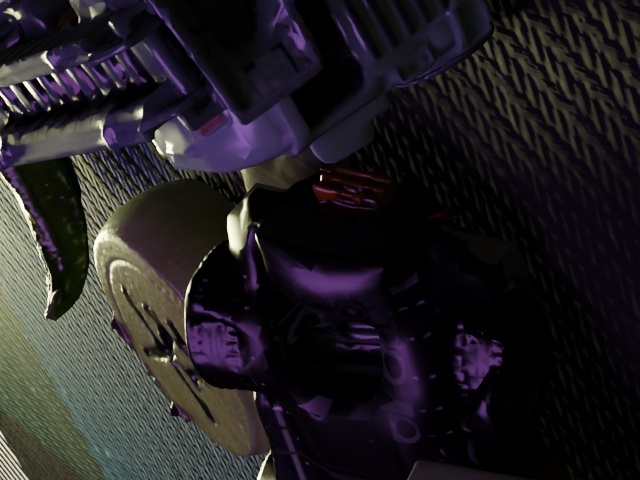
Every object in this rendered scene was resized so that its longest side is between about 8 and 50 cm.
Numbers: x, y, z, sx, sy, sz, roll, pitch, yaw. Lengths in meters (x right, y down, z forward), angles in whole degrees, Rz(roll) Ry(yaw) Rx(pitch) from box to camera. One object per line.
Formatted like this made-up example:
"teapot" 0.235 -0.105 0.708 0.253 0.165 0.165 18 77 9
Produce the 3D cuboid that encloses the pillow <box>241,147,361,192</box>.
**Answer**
"pillow" 0.000 0.000 1.104 0.113 0.038 0.203 33 151 38

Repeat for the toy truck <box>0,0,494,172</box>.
"toy truck" -0.064 -0.097 0.871 0.133 0.184 0.338 59 160 -18

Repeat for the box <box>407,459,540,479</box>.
"box" 0.158 0.259 0.987 0.210 0.095 0.330 7 137 25

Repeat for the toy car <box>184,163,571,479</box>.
"toy car" 0.047 0.087 1.031 0.193 0.118 0.301 13 136 32

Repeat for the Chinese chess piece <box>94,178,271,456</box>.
"Chinese chess piece" -0.070 0.051 1.284 0.188 0.083 0.188 47 159 24

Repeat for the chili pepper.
"chili pepper" -0.248 -0.114 1.418 0.359 0.076 0.085 62 178 -12
